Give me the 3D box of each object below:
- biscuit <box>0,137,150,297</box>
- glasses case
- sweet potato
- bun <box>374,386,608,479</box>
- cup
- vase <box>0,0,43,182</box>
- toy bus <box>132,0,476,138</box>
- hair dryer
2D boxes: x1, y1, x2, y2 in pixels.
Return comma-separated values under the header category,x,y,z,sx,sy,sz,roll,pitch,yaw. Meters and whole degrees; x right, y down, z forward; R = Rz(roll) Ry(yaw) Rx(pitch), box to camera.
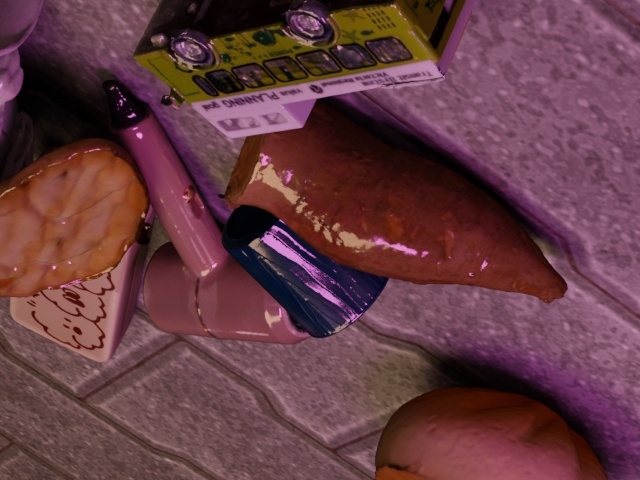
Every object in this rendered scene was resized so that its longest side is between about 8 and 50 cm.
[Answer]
category,x,y,z,sx,sy,sz,roll,pitch,yaw
biscuit,-0.265,-0.020,1.841,0.203,0.041,0.260,4,143,-30
glasses case,-0.278,0.023,2.112,0.144,0.076,0.336,26,151,4
sweet potato,0.075,-0.019,1.690,0.336,0.131,0.131,28,151,0
bun,0.212,0.259,1.989,0.299,0.165,0.299,33,165,10
cup,-0.004,-0.002,1.831,0.138,0.150,0.113,44,-178,-24
vase,-0.393,-0.140,1.798,0.250,0.250,0.445,28,146,-1
toy bus,-0.010,-0.173,1.539,0.301,0.113,0.139,-6,141,43
hair dryer,-0.134,-0.029,1.898,0.189,0.107,0.344,4,137,36
